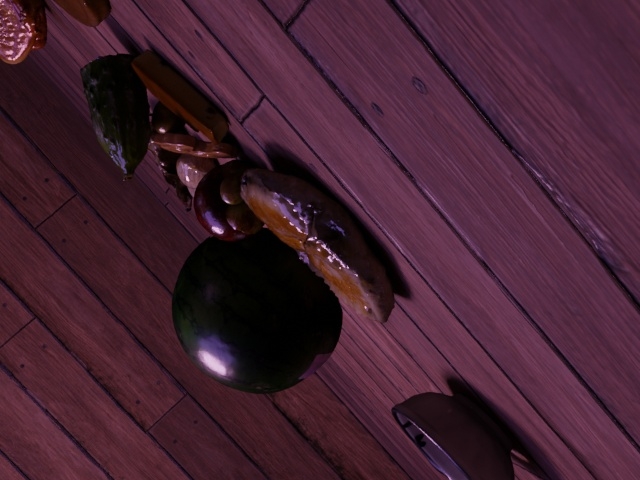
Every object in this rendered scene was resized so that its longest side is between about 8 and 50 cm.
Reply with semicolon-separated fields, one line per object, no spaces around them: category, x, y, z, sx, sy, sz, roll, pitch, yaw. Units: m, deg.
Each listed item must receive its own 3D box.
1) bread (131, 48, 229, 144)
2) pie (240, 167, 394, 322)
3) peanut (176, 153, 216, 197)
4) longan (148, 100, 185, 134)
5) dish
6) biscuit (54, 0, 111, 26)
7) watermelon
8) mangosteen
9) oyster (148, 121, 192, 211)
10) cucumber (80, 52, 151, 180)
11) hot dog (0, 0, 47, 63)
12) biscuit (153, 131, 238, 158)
bread;-0.245;-0.251;1.487;0.226;0.049;0.088;42;168;21
pie;0.000;0.000;1.373;0.339;0.077;0.339;41;168;11
peanut;-0.271;-0.145;1.873;0.087;0.087;0.207;44;170;17
longan;-0.307;-0.248;1.653;0.075;0.075;0.083;40;-158;33
dish;0.270;0.381;1.559;0.303;0.120;0.303;45;169;11
biscuit;-0.529;-0.549;1.494;0.381;0.074;0.359;50;168;-32
watermelon;-0.135;0.139;1.695;0.363;0.363;0.363;45;169;11
mangosteen;-0.146;-0.081;1.553;0.145;0.181;0.156;-19;-102;-55
oyster;-0.365;-0.217;1.971;0.221;0.096;0.361;52;172;16
cucumber;-0.396;-0.238;1.646;0.134;0.134;0.245;121;138;-79
hot dog;-0.779;-0.582;2.091;0.150;0.153;0.257;-101;-7;-50
biscuit;-0.245;-0.180;1.589;0.143;0.040;0.236;16;178;-19
